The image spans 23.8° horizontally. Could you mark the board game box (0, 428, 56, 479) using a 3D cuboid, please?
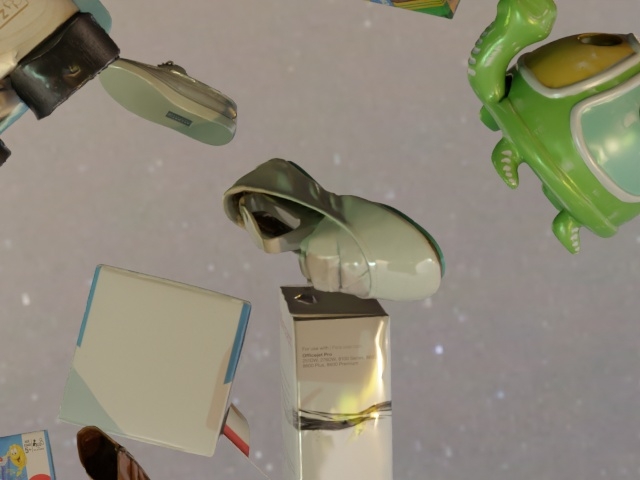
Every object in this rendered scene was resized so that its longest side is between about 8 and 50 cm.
[{"bbox_3d":[-0.549,0.319,1.959,0.308,0.086,0.302,-5,173,-40],"label":"board game box"}]

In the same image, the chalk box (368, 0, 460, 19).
[{"bbox_3d":[0.064,-0.444,2.072,0.289,0.180,0.179,15,-107,29],"label":"chalk box"}]

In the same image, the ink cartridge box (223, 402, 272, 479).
[{"bbox_3d":[-0.136,0.254,2.196,0.045,0.145,0.179,-46,-128,-7],"label":"ink cartridge box"}]

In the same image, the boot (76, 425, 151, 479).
[{"bbox_3d":[-0.186,0.289,1.582,0.073,0.152,0.197,-39,-126,-16],"label":"boot"}]

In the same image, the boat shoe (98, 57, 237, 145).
[{"bbox_3d":[-0.225,-0.222,2.279,0.079,0.227,0.081,-41,-150,45],"label":"boat shoe"}]

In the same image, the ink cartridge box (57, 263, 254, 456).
[{"bbox_3d":[-0.202,0.150,1.949,0.197,0.198,0.270,14,177,-1],"label":"ink cartridge box"}]

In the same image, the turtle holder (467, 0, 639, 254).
[{"bbox_3d":[0.326,-0.169,1.931,0.227,0.320,0.243,-38,176,16],"label":"turtle holder"}]

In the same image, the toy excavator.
[{"bbox_3d":[-0.336,-0.238,1.588,0.433,0.222,0.445,-44,-167,-9],"label":"toy excavator"}]

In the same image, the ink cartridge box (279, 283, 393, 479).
[{"bbox_3d":[0.023,0.287,2.553,0.166,0.395,0.285,-3,-170,-6],"label":"ink cartridge box"}]

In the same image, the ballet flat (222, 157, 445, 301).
[{"bbox_3d":[0.000,0.000,1.976,0.139,0.139,0.400,-20,-151,-28],"label":"ballet flat"}]
